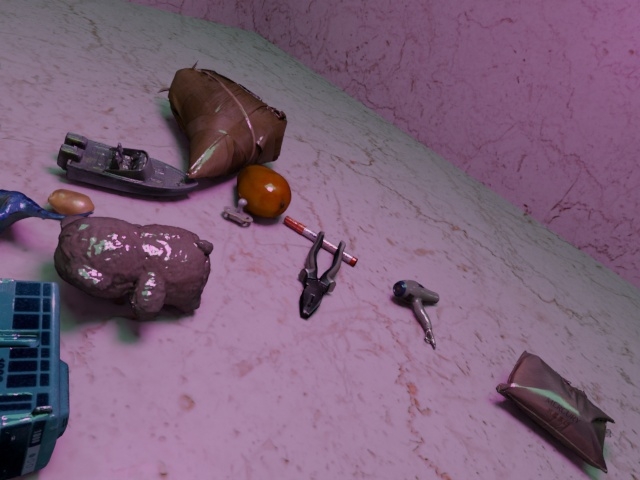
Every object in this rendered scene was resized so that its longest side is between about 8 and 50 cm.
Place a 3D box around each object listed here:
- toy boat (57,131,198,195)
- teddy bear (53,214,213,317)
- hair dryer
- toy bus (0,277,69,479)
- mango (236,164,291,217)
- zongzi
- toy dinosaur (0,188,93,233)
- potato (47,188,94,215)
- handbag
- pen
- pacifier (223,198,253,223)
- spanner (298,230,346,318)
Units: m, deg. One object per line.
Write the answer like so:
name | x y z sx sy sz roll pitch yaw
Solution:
toy boat | -0.461 -0.176 1.138 0.319 0.092 0.141 14 33 -25
teddy bear | -0.332 0.043 0.836 0.267 0.151 0.236 2 36 -39
hair dryer | 0.290 0.189 1.230 0.167 0.067 0.199 2 48 -46
toy bus | -0.409 0.172 0.595 0.147 0.128 0.256 7 33 -35
mango | -0.160 -0.144 1.308 0.151 0.121 0.221 14 24 -20
zongzi | -0.401 -0.386 1.390 0.499 0.218 0.467 34 30 13
toy dinosaur | -0.593 -0.053 0.838 0.328 0.077 0.144 13 35 17
potato | -0.520 -0.077 0.965 0.083 0.062 0.068 40 -8 -25
handbag | 0.546 0.378 1.064 0.270 0.117 0.182 37 44 17
pen | 0.000 0.000 1.304 0.239 0.028 0.028 32 30 7
pacifier | -0.212 -0.082 1.223 0.083 0.064 0.068 26 20 -3
spanner | -0.002 0.079 1.151 0.095 0.040 0.325 22 35 -1
